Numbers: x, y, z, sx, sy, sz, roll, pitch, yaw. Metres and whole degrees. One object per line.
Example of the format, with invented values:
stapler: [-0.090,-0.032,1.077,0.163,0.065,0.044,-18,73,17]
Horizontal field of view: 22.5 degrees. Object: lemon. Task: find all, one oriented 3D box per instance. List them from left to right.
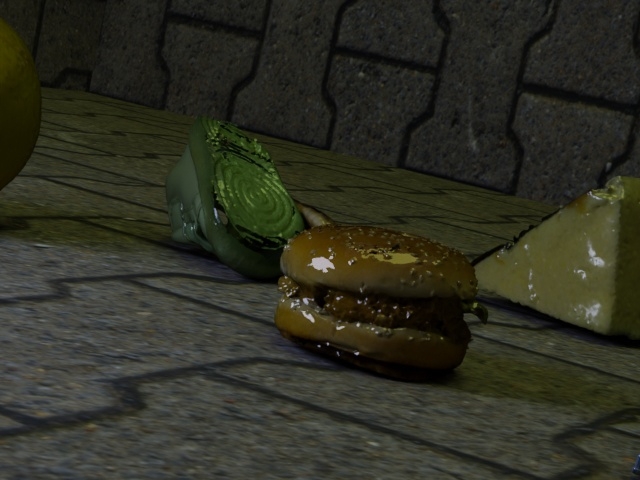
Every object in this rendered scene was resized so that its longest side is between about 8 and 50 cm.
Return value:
lemon: [-0.407,-0.135,1.653,0.240,0.240,0.219,10,22,-14]

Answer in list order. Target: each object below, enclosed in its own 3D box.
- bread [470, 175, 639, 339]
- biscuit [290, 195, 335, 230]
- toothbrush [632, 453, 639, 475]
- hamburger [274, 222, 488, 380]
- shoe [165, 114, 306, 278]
bread: [0.336,0.012,1.915,0.263,0.198,0.236,8,0,-40]
biscuit: [0.000,0.000,1.858,0.118,0.029,0.247,53,-9,-19]
toothbrush: [0.297,0.171,1.230,0.193,0.019,0.013,7,8,-44]
hamburger: [0.050,0.047,1.422,0.181,0.118,0.191,14,3,-5]
shoe: [-0.094,-0.036,1.807,0.140,0.128,0.262,10,36,-23]
